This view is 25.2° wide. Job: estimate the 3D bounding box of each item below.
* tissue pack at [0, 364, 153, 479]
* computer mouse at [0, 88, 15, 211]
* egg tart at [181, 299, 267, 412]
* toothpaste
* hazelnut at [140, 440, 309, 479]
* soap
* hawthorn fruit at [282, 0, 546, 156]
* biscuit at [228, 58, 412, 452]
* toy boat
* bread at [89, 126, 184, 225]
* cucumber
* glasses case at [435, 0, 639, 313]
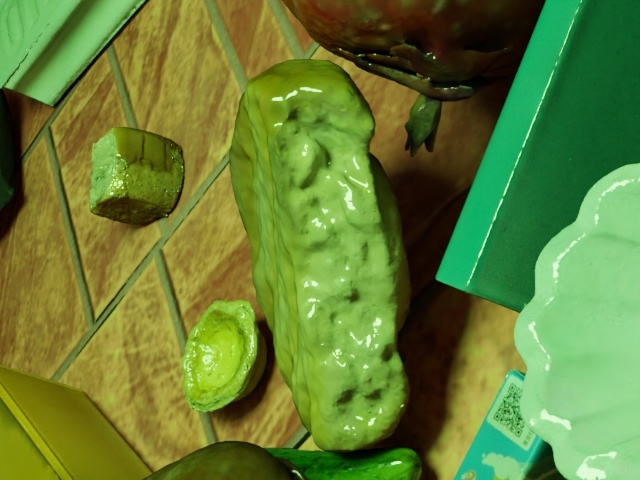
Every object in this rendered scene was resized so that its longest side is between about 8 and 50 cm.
[{"bbox_3d":[-0.245,0.254,1.251,0.274,0.145,0.194,35,100,55],"label":"tissue pack"},{"bbox_3d":[-0.415,-0.097,1.705,0.147,0.088,0.264,-25,51,24],"label":"computer mouse"},{"bbox_3d":[-0.076,0.099,1.194,0.105,0.039,0.105,-29,51,43],"label":"egg tart"},{"bbox_3d":[0.094,0.211,0.891,0.050,0.065,0.266,35,101,49],"label":"toothpaste"},{"bbox_3d":[-0.082,0.250,0.967,0.218,0.218,0.234,-109,27,-43],"label":"hazelnut"},{"bbox_3d":[-0.288,-0.280,1.624,0.261,0.094,0.150,-42,43,32],"label":"soap"},{"bbox_3d":[0.075,-0.213,0.987,0.276,0.276,0.307,4,101,54],"label":"hawthorn fruit"},{"bbox_3d":[0.001,0.000,1.025,0.213,0.091,0.274,-131,29,-67],"label":"biscuit"},{"bbox_3d":[0.234,0.023,0.771,0.290,0.100,0.199,-45,42,31],"label":"toy boat"},{"bbox_3d":[-0.182,-0.064,1.393,0.077,0.070,0.083,-29,54,44],"label":"bread"},{"bbox_3d":[-0.013,0.180,1.061,0.250,0.056,0.056,-11,64,49],"label":"cucumber"},{"bbox_3d":[0.177,-0.094,0.899,0.070,0.117,0.301,20,88,66],"label":"glasses case"}]
